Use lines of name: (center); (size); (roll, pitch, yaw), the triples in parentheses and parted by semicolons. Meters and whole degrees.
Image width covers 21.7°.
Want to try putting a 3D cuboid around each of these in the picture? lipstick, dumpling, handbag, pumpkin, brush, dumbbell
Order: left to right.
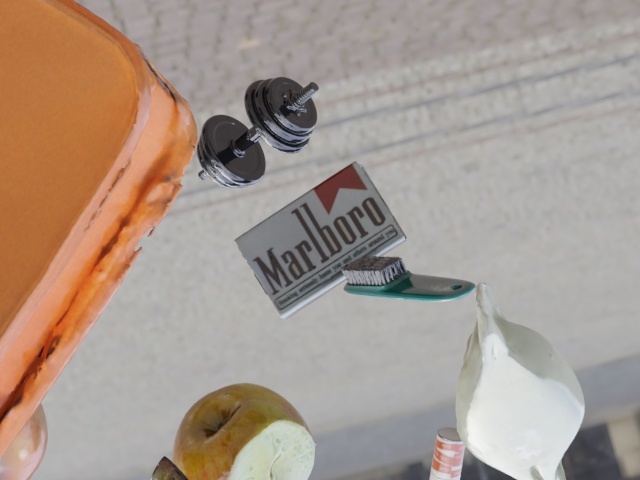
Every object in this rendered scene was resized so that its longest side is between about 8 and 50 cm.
handbag: (-0.297, 0.001, 1.087); (0.410, 0.303, 0.116); (-56, 164, 0)
pumpkin: (-0.145, 0.272, 1.665); (0.035, 0.073, 0.101); (-1, 127, -50)
dumbbell: (-0.076, -0.128, 1.983); (0.208, 0.099, 0.099); (-35, 160, 35)
brush: (0.075, 0.033, 1.508); (0.043, 0.032, 0.193); (-29, -166, -26)
lipstick: (0.157, 0.303, 2.121); (0.038, 0.131, 0.038); (7, -160, -3)
dumpling: (0.192, 0.138, 1.714); (0.131, 0.179, 0.252); (-21, 126, 15)

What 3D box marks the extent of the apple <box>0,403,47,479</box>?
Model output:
apple: (-0.424, 0.230, 1.957); (0.209, 0.164, 0.209); (-17, 130, -22)

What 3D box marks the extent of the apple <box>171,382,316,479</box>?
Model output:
apple: (-0.101, 0.279, 2.095); (0.195, 0.173, 0.160); (-44, -151, -22)

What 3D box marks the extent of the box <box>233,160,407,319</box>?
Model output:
box: (0.000, 0.000, 1.984); (0.177, 0.115, 0.036); (-33, 164, 6)
